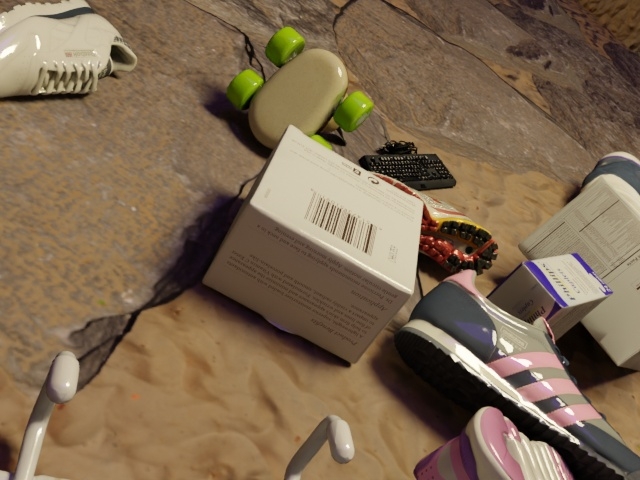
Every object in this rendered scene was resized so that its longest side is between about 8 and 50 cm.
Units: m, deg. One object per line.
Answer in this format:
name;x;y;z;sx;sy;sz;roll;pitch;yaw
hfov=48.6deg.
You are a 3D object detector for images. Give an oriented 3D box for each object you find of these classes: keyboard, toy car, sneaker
keyboard;0.137;-0.123;1.094;0.192;0.038;0.100;-8;53;-47
toy car;-0.016;-0.180;0.987;0.155;0.149;0.188;45;6;8
sneaker;0.166;0.233;0.641;0.236;0.105;0.095;40;26;-36
sneaker;-0.291;-0.200;0.779;0.095;0.090;0.235;43;35;-7
sneaker;0.238;0.153;0.745;0.319;0.112;0.131;39;62;3
sneaker;0.611;-0.008;1.304;0.323;0.130;0.236;41;44;1
sneaker;0.119;-0.024;0.934;0.225;0.088;0.092;27;14;-12

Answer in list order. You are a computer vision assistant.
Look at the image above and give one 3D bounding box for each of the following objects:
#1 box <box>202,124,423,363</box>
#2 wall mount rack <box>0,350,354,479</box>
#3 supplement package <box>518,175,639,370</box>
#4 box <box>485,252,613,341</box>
box;0.000;0.000;0.749;0.181;0.119;0.181;30;34;-8
wall mount rack;-0.081;0.222;0.398;0.350;0.130;0.304;19;37;-22
supplement package;0.414;0.053;0.975;0.194;0.149;0.203;21;31;-56
box;0.263;0.084;0.870;0.137;0.126;0.072;-6;52;-45
